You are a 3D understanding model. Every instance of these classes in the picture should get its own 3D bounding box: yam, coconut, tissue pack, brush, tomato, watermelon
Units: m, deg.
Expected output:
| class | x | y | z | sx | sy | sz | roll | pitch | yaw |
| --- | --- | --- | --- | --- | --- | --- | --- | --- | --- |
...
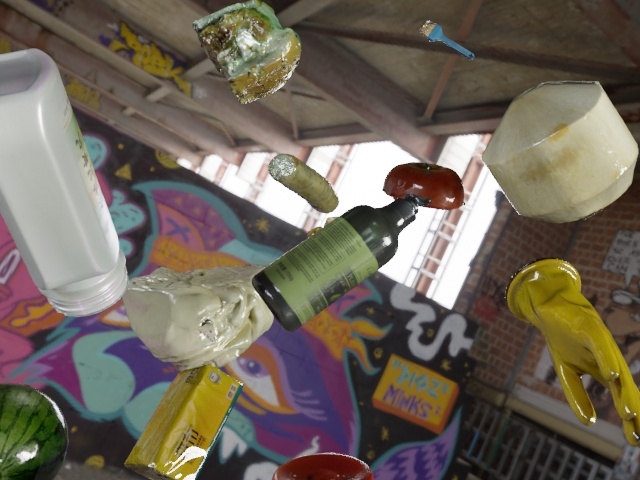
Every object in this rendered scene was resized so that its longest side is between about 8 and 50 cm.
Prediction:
| class | x | y | z | sx | sy | sz | roll | pitch | yaw |
| --- | --- | --- | --- | --- | --- | --- | --- | --- | --- |
| yam | -0.028 | -0.128 | 1.404 | 0.083 | 0.083 | 0.371 | 23 | -2 | 16 |
| coconut | 0.522 | -0.203 | 1.343 | 0.323 | 0.322 | 0.323 | 25 | -6 | 3 |
| tissue pack | -0.206 | 0.277 | 0.908 | 0.082 | 0.169 | 0.120 | 40 | -36 | -19 |
| brush | 0.337 | -0.527 | 1.595 | 0.164 | 0.051 | 0.014 | 34 | -14 | 3 |
| tomato | 0.269 | -0.152 | 1.546 | 0.225 | 0.084 | 0.225 | 4 | 22 | -2 |
| watermelon | -0.614 | 0.396 | 1.164 | 0.242 | 0.242 | 0.242 | 25 | -6 | 3 |

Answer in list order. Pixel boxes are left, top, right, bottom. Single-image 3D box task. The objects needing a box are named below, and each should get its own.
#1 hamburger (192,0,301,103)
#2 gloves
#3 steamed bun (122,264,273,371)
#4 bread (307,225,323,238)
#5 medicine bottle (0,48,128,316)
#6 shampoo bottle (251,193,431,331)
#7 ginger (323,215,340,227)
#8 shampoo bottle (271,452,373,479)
| class | x | y | z | sx | sy | sz | roll | pitch | yaw |
| --- | --- | --- | --- | --- | --- | --- | --- | --- | --- |
| hamburger | -0.142 | -0.395 | 1.256 | 0.288 | 0.192 | 0.167 | -95 | 160 | -87 |
| gloves | 0.354 | 0.149 | 0.815 | 0.133 | 0.116 | 0.294 | 45 | 18 | -25 |
| steamed bun | -0.252 | 0.166 | 1.300 | 0.320 | 0.206 | 0.275 | -3 | 9 | -7 |
| bread | 0.000 | 0.000 | 1.564 | 0.083 | 0.046 | 0.081 | 40 | -14 | 54 |
| medicine bottle | -0.334 | -0.054 | 0.747 | 0.179 | 0.124 | 0.324 | -125 | -155 | -47 |
| shampoo bottle | 0.038 | 0.017 | 0.895 | 0.101 | 0.284 | 0.101 | 53 | -9 | 12 |
| ginger | 0.088 | -0.017 | 1.382 | 0.075 | 0.089 | 0.288 | -5 | -7 | 22 |
| shampoo bottle | 0.007 | 0.369 | 0.610 | 0.105 | 0.277 | 0.104 | -2 | 3 | 0 |
